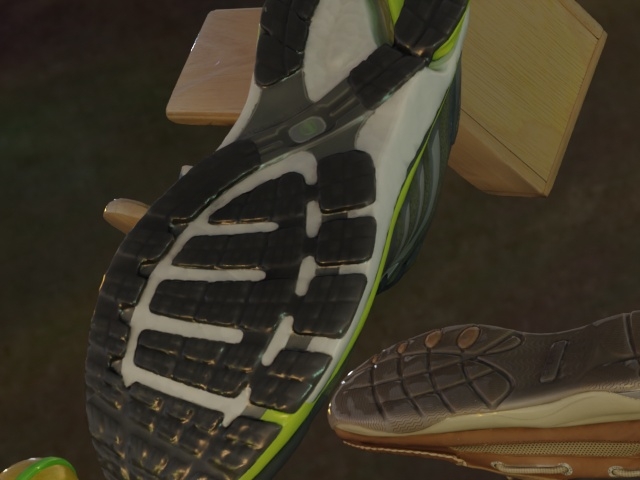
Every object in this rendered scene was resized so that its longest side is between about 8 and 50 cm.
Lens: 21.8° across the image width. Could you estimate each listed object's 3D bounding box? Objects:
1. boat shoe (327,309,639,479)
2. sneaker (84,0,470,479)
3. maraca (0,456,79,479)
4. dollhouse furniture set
[{"bbox_3d":[0.154,0.136,1.237,0.324,0.116,0.123,-6,31,33],"label":"boat shoe"},{"bbox_3d":[0.000,0.000,0.722,0.111,0.121,0.300,15,59,23],"label":"sneaker"},{"bbox_3d":[-0.285,0.289,1.658,0.099,0.186,0.127,31,56,26],"label":"maraca"},{"bbox_3d":[-0.005,-0.168,1.402,0.394,0.256,0.362,6,68,46],"label":"dollhouse furniture set"}]
